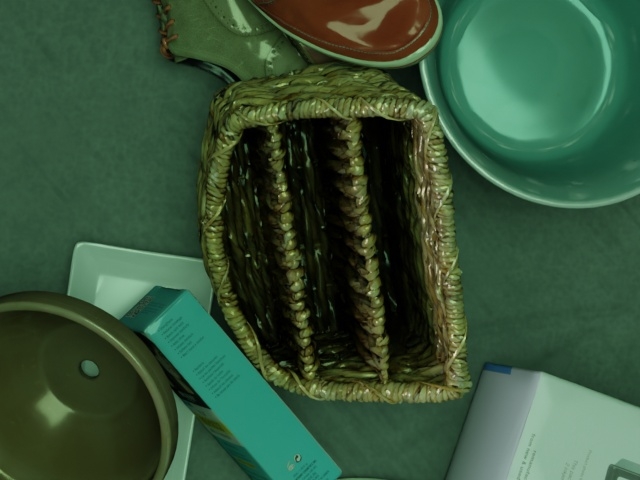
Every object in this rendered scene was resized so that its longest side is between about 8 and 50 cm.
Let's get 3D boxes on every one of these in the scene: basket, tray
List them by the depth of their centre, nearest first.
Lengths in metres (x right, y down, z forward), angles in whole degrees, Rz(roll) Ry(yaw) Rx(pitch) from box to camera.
[{"bbox_3d":[0.000,0.000,1.472,0.213,0.223,0.299,-11,111,-11],"label":"basket"},{"bbox_3d":[-0.195,0.144,1.571,0.145,0.030,0.270,9,87,-10],"label":"tray"}]

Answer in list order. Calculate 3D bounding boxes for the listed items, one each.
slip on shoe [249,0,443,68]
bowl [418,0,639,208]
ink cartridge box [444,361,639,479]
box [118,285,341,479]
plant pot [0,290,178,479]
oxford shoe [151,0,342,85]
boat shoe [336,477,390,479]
[{"bbox_3d":[-0.030,-0.271,1.440,0.331,0.101,0.123,37,85,-4],"label":"slip on shoe"},{"bbox_3d":[0.231,-0.183,1.584,0.311,0.163,0.311,0,88,-10],"label":"bowl"},{"bbox_3d":[0.281,0.259,1.566,0.270,0.198,0.197,20,85,-9],"label":"ink cartridge box"},{"bbox_3d":[-0.089,0.154,1.528,0.060,0.100,0.244,-44,107,-17],"label":"box"},{"bbox_3d":[-0.235,0.142,1.470,0.237,0.110,0.237,6,116,13],"label":"plant pot"},{"bbox_3d":[-0.124,-0.245,1.546,0.130,0.123,0.348,-44,96,-6],"label":"oxford shoe"},{"bbox_3d":[-0.030,0.330,1.576,0.319,0.116,0.099,-16,128,-15],"label":"boat shoe"}]
